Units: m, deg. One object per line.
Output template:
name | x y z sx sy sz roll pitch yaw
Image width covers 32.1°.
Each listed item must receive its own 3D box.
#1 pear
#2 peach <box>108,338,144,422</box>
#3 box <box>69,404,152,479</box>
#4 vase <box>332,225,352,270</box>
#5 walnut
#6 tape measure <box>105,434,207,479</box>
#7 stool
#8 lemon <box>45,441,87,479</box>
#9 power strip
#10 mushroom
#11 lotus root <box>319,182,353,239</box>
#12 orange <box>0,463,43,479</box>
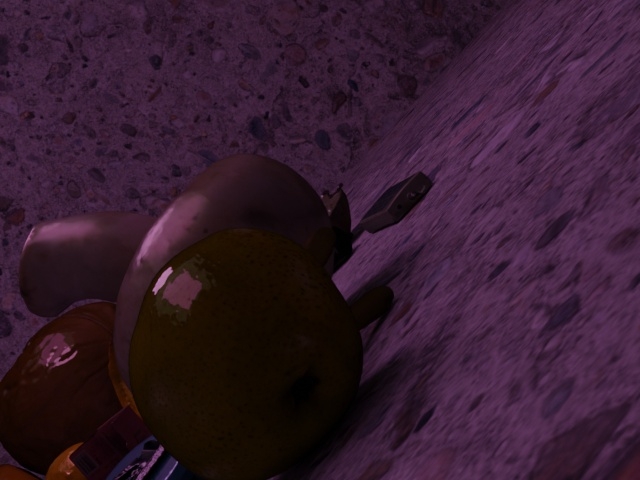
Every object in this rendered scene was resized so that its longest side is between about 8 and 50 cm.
pear | -0.062 0.088 0.863 0.198 0.198 0.198 -46 4 4
peach | -0.225 0.181 1.638 0.226 0.190 0.196 -39 14 8
box | -0.257 0.289 1.452 0.060 0.111 0.156 -40 0 -36
vase | -0.034 0.059 1.768 0.211 0.060 0.060 -44 5 34
walnut | -0.510 0.318 2.358 0.398 0.308 0.354 -47 -19 31
tape measure | -0.146 0.232 1.029 0.125 0.081 0.146 -13 32 50
stool | -0.007 0.066 1.055 0.110 0.134 0.135 -48 -41 -60
lemon | -0.384 0.389 1.794 0.155 0.114 0.114 -46 4 33
power strip | 0.108 -0.055 1.622 0.080 0.029 0.227 -47 4 -11
mushroom | -0.137 0.073 1.252 0.356 0.315 0.315 -28 3 -3
lotus root | -0.003 0.003 1.918 0.204 0.078 0.183 -49 14 18
orange | -0.648 0.569 2.270 0.249 0.183 0.249 -45 3 3
